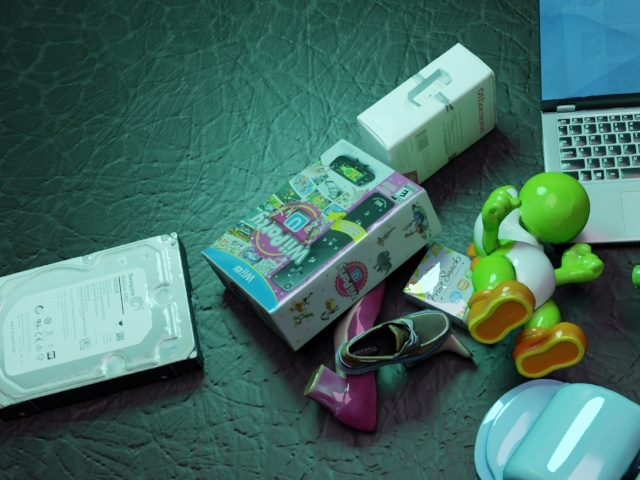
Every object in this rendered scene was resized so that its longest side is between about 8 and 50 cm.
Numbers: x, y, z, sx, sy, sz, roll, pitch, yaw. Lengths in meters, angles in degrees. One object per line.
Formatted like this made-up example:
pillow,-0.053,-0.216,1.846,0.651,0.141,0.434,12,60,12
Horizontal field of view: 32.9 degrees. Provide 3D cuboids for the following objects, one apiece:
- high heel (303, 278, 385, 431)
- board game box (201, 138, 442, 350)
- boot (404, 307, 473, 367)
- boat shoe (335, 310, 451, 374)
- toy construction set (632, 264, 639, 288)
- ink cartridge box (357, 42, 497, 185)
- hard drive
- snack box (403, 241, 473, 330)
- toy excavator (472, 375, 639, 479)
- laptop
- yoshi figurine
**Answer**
high heel,0.074,0.168,1.651,0.117,0.082,0.244,33,55,-6
board game box,0.000,0.000,1.694,0.303,0.097,0.224,-40,41,-12
boot,0.162,0.162,1.648,0.087,0.042,0.118,-42,61,-6
boat shoe,0.114,0.147,1.584,0.183,0.066,0.066,-22,75,-15
toy construction set,0.567,0.122,1.520,0.237,0.257,0.308,0,77,30
ink cartridge box,0.177,-0.193,1.767,0.218,0.158,0.092,-35,61,-10
hard drive,-0.370,0.135,1.743,0.339,0.064,0.236,-14,60,2
snack box,0.214,0.076,1.682,0.141,0.037,0.100,26,68,21
toy excavator,0.381,0.296,1.297,0.433,0.445,0.222,32,72,24
laptop,0.538,-0.226,1.675,0.382,0.236,0.407,-3,61,9
yoshi figurine,0.312,0.013,1.559,0.203,0.203,0.362,3,35,6
